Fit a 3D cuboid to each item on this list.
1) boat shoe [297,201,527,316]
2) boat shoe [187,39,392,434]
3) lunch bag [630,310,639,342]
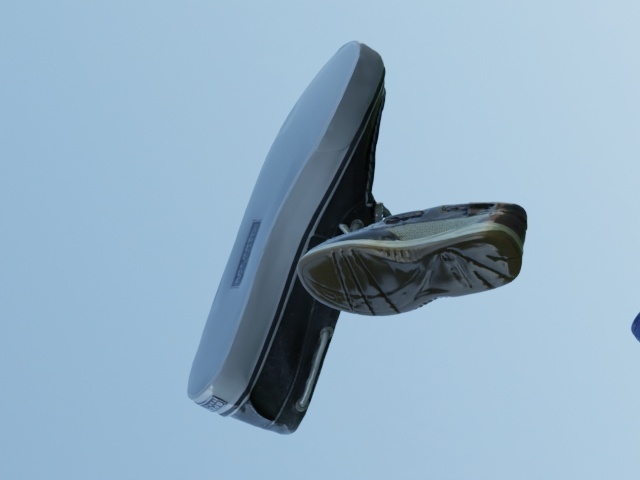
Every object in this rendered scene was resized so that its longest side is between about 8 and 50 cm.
[{"bbox_3d":[0.058,0.009,1.121,0.049,0.152,0.056,-57,-48,-46],"label":"boat shoe"},{"bbox_3d":[0.001,0.000,1.438,0.105,0.113,0.306,24,-101,-20],"label":"boat shoe"},{"bbox_3d":[0.320,0.083,1.594,0.067,0.065,0.098,-53,-38,0],"label":"lunch bag"}]
